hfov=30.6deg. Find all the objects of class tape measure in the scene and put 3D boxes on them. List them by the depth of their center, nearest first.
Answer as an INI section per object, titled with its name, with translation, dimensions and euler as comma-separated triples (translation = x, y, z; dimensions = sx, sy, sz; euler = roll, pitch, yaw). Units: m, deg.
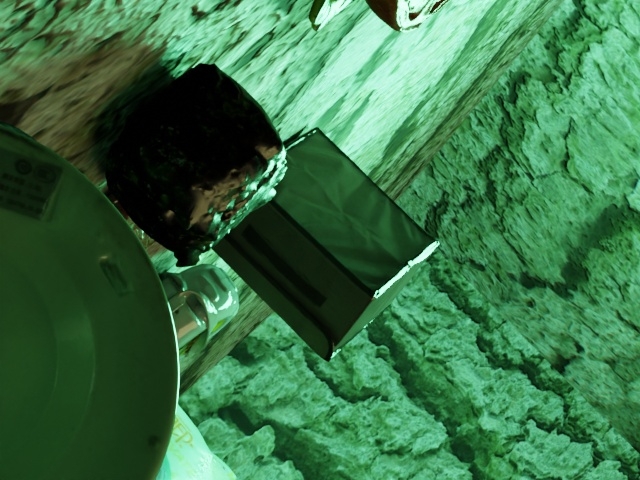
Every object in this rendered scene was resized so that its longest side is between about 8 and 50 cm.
[tape measure]
translation = -0.206, 0.114, 1.630
dimensions = 0.236, 0.120, 0.197
euler = -42, 171, 36

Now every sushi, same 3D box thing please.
[sushi]
translation = -0.112, -0.059, 1.001
dimensions = 0.127, 0.124, 0.225
euler = -43, 180, -13

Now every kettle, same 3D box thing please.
[kettle]
translation = -0.243, 0.079, 0.680
dimensions = 0.342, 0.247, 0.319
euler = -39, -153, 54

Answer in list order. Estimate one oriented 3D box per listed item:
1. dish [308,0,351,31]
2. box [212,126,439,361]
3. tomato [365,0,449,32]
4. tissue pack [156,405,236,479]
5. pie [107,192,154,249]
[dish]
translation = 0.025, -0.247, 0.827
dimensions = 0.208, 0.080, 0.149
euler = -50, 177, 33
[box]
translation = 0.000, 0.000, 1.595
dimensions = 0.188, 0.252, 0.153
euler = -38, 170, -46
[tomato]
translation = 0.107, -0.294, 1.007
dimensions = 0.237, 0.095, 0.237
euler = -45, 171, -9
[tissue pack]
translation = -0.326, 0.357, 1.731
dimensions = 0.162, 0.287, 0.388
euler = -40, 176, 24
[pie]
translation = -0.184, -0.025, 1.170
dimensions = 0.153, 0.038, 0.153
euler = -44, 173, -7
